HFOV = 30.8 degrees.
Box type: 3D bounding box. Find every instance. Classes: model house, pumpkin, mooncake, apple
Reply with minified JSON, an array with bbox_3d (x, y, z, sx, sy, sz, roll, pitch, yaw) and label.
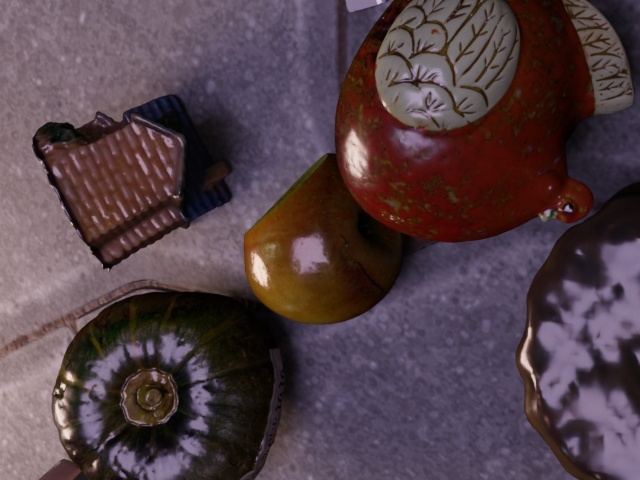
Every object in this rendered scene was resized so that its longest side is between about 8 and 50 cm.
[{"bbox_3d":[-0.191,-0.078,1.229,0.172,0.183,0.166,-25,90,-4],"label":"model house"},{"bbox_3d":[-0.165,0.174,1.290,0.260,0.189,0.260,0,88,7],"label":"pumpkin"},{"bbox_3d":[0.309,0.087,0.958,0.290,0.161,0.290,2,94,25],"label":"mooncake"},{"bbox_3d":[-0.003,0.003,1.155,0.147,0.146,0.163,-12,101,37],"label":"apple"}]

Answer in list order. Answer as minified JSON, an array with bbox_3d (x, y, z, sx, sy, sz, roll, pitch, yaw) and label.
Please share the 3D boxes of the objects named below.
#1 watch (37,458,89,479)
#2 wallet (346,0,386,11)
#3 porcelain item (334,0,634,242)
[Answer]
[{"bbox_3d":[-0.315,0.440,1.484,0.241,0.162,0.253,42,123,4],"label":"watch"},{"bbox_3d":[0.036,-0.266,1.122,0.044,0.011,0.083,-9,102,33],"label":"wallet"},{"bbox_3d":[0.142,-0.101,0.976,0.253,0.253,0.253,10,111,28],"label":"porcelain item"}]
